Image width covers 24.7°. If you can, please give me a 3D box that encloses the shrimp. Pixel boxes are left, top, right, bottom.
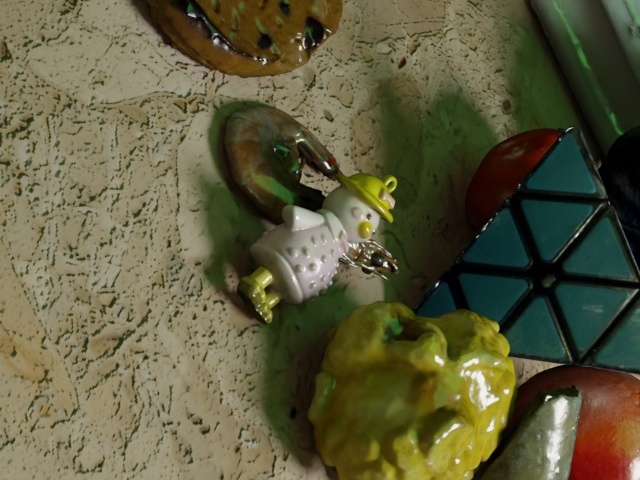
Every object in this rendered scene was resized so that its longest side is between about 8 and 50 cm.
[{"bbox_3d":[-0.003,-0.052,1.549,0.251,0.052,0.143,44,41,-25],"label":"shrimp"}]

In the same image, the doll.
[{"bbox_3d":[0.000,0.000,1.462,0.207,0.081,0.129,-41,138,-18],"label":"doll"}]

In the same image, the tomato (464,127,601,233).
[{"bbox_3d":[0.257,-0.051,1.770,0.187,0.151,0.187,11,74,-41],"label":"tomato"}]

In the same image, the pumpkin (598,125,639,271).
[{"bbox_3d":[0.510,0.005,1.878,0.363,0.363,0.266,65,25,-1],"label":"pumpkin"}]

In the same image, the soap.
[{"bbox_3d":[0.502,-0.204,2.128,0.261,0.156,0.446,-32,96,-52],"label":"soap"}]

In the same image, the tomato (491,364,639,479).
[{"bbox_3d":[0.292,0.240,1.619,0.208,0.208,0.184,61,34,-7],"label":"tomato"}]

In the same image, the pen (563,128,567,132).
[{"bbox_3d":[0.321,-0.074,1.951,0.053,0.032,0.197,37,49,-32],"label":"pen"}]

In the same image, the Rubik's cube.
[{"bbox_3d":[0.259,0.059,1.617,0.233,0.229,0.228,41,43,-5],"label":"Rubik's cube"}]

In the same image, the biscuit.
[{"bbox_3d":[-0.094,-0.302,1.550,0.296,0.075,0.296,19,63,-43],"label":"biscuit"}]

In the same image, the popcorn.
[{"bbox_3d":[0.087,0.152,1.474,0.203,0.226,0.200,38,-8,27],"label":"popcorn"}]

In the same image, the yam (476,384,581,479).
[{"bbox_3d":[0.203,0.272,1.502,0.106,0.106,0.259,-1,100,-49],"label":"yam"}]
